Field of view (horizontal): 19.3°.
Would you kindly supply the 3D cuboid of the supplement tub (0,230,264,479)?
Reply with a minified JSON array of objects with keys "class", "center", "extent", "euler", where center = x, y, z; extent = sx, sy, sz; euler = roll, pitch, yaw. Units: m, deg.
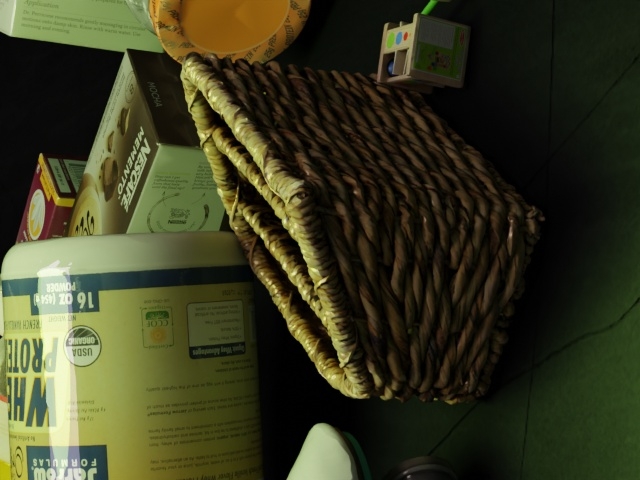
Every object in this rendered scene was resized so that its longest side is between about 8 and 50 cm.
[{"class":"supplement tub","center":[-0.166,0.154,1.683],"extent":[0.228,0.228,0.316],"euler":[-7,86,64]}]

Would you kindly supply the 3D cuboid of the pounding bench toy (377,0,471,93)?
[{"class":"pounding bench toy","center":[0.086,-0.169,1.563],"extent":[0.065,0.052,0.083],"euler":[-3,78,64]}]

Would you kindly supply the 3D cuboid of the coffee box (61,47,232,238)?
[{"class":"coffee box","center":[-0.178,-0.035,2.002],"extent":[0.168,0.118,0.297],"euler":[-111,36,-44]}]

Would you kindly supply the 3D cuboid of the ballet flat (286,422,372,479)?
[{"class":"ballet flat","center":[-0.012,0.347,1.476],"extent":[0.139,0.139,0.400],"euler":[-158,60,-63]}]

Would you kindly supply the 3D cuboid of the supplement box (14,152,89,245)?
[{"class":"supplement box","center":[-0.323,-0.002,2.336],"extent":[0.104,0.080,0.188],"euler":[61,138,49]}]

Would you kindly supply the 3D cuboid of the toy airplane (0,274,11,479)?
[{"class":"toy airplane","center":[-0.304,0.217,1.915],"extent":[0.386,0.384,0.272],"euler":[-9,41,51]}]

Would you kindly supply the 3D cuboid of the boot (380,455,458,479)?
[{"class":"boot","center":[0.091,0.298,1.444],"extent":[0.208,0.076,0.190],"euler":[-107,19,-50]}]

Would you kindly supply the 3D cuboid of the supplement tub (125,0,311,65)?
[{"class":"supplement tub","center":[-0.120,-0.323,1.854],"extent":[0.194,0.193,0.316],"euler":[-62,34,39]}]

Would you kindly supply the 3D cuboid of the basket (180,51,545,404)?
[{"class":"basket","center":[0.000,0.000,1.518],"extent":[0.299,0.223,0.214],"euler":[51,130,54]}]

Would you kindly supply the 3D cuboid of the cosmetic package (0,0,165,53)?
[{"class":"cosmetic package","center":[-0.256,-0.408,2.147],"extent":[0.155,0.197,0.366],"euler":[29,109,63]}]
